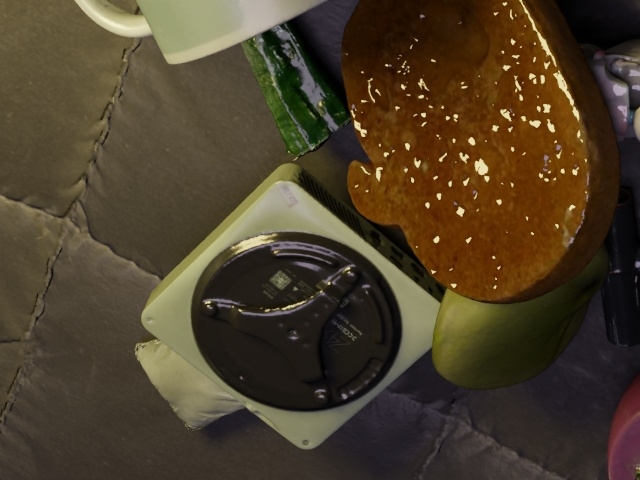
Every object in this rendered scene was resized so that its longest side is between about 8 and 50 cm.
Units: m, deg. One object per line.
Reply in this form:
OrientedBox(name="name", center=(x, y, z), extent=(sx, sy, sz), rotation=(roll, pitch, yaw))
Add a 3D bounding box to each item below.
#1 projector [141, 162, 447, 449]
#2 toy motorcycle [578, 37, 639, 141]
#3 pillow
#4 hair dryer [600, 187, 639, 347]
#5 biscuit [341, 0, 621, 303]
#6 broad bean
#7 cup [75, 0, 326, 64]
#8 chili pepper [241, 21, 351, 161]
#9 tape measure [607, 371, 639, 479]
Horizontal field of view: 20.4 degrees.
OrientedBox(name="projector", center=(-0.025, 0.081, 1.953), extent=(0.257, 0.079, 0.259), rotation=(39, 117, -15))
OrientedBox(name="toy motorcycle", center=(0.331, -0.135, 1.698), extent=(0.260, 0.171, 0.110), rotation=(11, 123, 17))
OrientedBox(name="pillow", center=(-0.108, 0.138, 2.084), extent=(0.229, 0.051, 0.128), rotation=(-26, 103, 32))
OrientedBox(name="hair dryer", center=(0.385, 0.028, 1.848), extent=(0.194, 0.050, 0.173), rotation=(-1, 121, 17))
OrientedBox(name="biscuit", center=(0.143, -0.107, 1.752), extent=(0.314, 0.063, 0.367), rotation=(-42, 66, 43))
OrientedBox(name="broad bean", center=(0.207, 0.069, 1.859), extent=(0.121, 0.189, 0.263), rotation=(54, 145, 38))
OrientedBox(name="cup", center=(-0.130, -0.335, 1.710), extent=(0.356, 0.259, 0.275), rotation=(-15, 107, 35))
OrientedBox(name="chili pepper", center=(-0.056, -0.199, 1.866), extent=(0.088, 0.059, 0.227), rotation=(-35, 101, -6))
OrientedBox(name="tape measure", center=(0.428, 0.226, 1.876), extent=(0.245, 0.149, 0.231), rotation=(-24, 109, 29))
